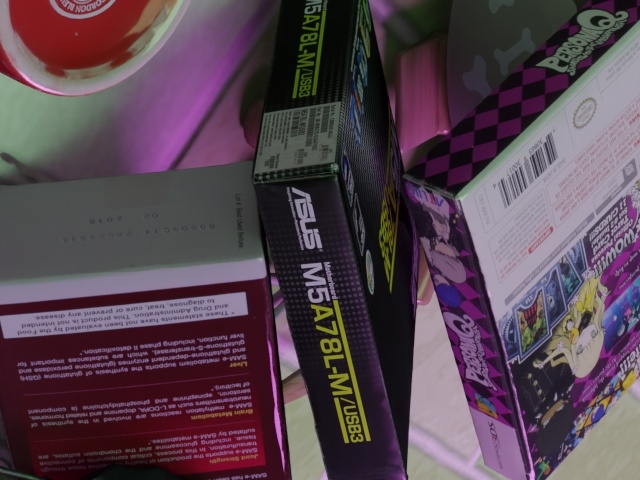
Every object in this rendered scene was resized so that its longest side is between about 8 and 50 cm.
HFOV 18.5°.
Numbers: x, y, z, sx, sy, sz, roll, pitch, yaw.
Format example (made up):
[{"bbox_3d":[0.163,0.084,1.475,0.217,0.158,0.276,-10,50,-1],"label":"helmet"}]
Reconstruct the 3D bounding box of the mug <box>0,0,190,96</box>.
[{"bbox_3d":[-0.141,-0.113,0.681,0.150,0.169,0.113,-40,142,-26],"label":"mug"}]

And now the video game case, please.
[{"bbox_3d":[0.149,-0.020,1.007,0.232,0.042,0.210,-44,136,-25],"label":"video game case"}]

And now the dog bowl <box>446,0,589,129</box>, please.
[{"bbox_3d":[0.206,-0.133,1.133,0.349,0.102,0.348,-26,127,-40],"label":"dog bowl"}]

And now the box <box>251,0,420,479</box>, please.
[{"bbox_3d":[0.012,-0.011,0.943,0.190,0.045,0.184,-83,161,-54],"label":"box"}]

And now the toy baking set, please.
[{"bbox_3d":[0.005,0.000,1.080,0.197,0.030,0.256,8,103,-47],"label":"toy baking set"}]

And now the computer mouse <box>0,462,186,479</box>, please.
[{"bbox_3d":[-0.130,0.117,0.890,0.242,0.041,0.071,29,124,-24],"label":"computer mouse"}]

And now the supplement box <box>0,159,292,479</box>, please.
[{"bbox_3d":[-0.081,0.080,0.937,0.130,0.073,0.239,-5,130,-2],"label":"supplement box"}]
